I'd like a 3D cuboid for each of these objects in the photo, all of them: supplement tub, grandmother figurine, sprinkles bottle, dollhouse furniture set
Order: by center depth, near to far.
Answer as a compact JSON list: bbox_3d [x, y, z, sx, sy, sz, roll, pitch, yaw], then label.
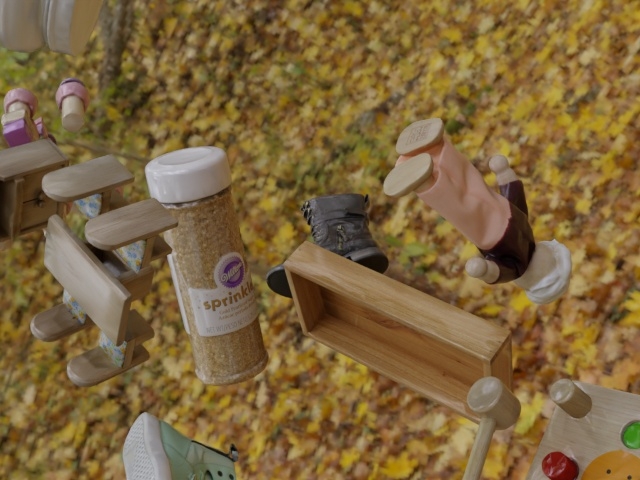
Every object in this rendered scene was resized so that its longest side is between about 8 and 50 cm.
[{"bbox_3d":[-0.295,0.016,0.959,0.242,0.161,0.212,42,134,25],"label":"dollhouse furniture set"},{"bbox_3d":[0.232,-0.026,1.241,0.104,0.342,0.207,-7,51,50],"label":"grandmother figurine"},{"bbox_3d":[-0.474,-0.400,1.262,0.235,0.325,0.235,-163,90,-83],"label":"supplement tub"},{"bbox_3d":[-0.167,0.041,1.372,0.121,0.121,0.355,-142,39,-62],"label":"sprinkles bottle"}]

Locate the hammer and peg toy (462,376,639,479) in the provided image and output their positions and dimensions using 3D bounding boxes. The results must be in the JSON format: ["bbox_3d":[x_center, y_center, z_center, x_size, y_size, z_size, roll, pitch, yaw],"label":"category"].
[{"bbox_3d":[0.330,0.312,1.155,0.361,0.127,0.265,5,63,51],"label":"hammer and peg toy"}]

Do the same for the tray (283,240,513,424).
[{"bbox_3d":[0.132,0.157,1.558,0.411,0.202,0.076,25,56,32],"label":"tray"}]

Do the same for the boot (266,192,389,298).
[{"bbox_3d":[0.000,0.000,1.824,0.229,0.263,0.091,-113,17,-46],"label":"boot"}]

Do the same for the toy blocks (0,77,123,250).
[{"bbox_3d":[-0.584,-0.172,1.836,0.260,0.309,0.288,-113,8,-54],"label":"toy blocks"}]

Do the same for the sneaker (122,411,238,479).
[{"bbox_3d":[-0.150,0.305,1.070,0.094,0.151,0.256,-57,21,13],"label":"sneaker"}]
